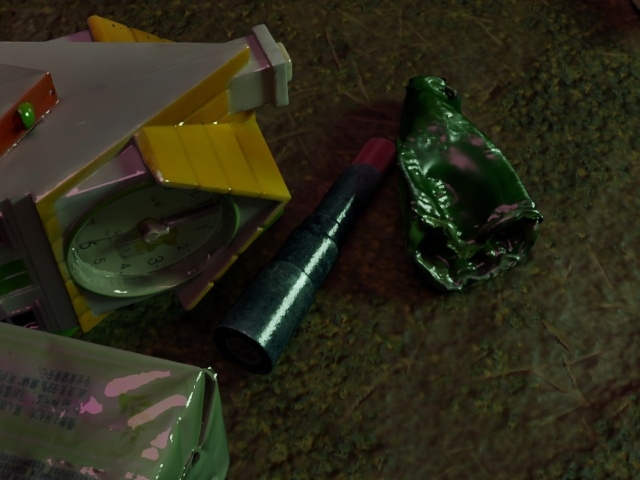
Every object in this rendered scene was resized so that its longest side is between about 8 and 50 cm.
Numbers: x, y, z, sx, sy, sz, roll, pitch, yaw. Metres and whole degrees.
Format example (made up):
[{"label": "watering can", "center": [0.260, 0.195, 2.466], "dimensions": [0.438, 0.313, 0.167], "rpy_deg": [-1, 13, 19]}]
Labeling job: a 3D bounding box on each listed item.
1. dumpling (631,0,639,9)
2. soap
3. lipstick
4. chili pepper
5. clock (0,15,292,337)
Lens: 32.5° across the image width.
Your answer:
[{"label": "dumpling", "center": [0.350, -0.279, 1.035], "dimensions": [0.134, 0.100, 0.169], "rpy_deg": [0, 72, 45]}, {"label": "soap", "center": [-0.178, 0.167, 0.702], "dimensions": [0.199, 0.138, 0.182], "rpy_deg": [12, 55, 10]}, {"label": "lipstick", "center": [0.000, 0.000, 0.867], "dimensions": [0.053, 0.053, 0.234], "rpy_deg": [25, 58, 18]}, {"label": "chili pepper", "center": [0.110, -0.056, 0.898], "dimensions": [0.108, 0.062, 0.216], "rpy_deg": [-2, 55, -7]}, {"label": "clock", "center": [-0.160, -0.038, 0.785], "dimensions": [0.309, 0.235, 0.166], "rpy_deg": [-20, 56, -12]}]
